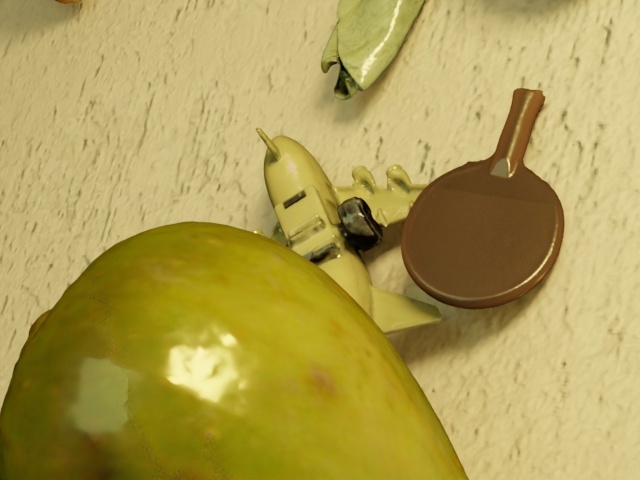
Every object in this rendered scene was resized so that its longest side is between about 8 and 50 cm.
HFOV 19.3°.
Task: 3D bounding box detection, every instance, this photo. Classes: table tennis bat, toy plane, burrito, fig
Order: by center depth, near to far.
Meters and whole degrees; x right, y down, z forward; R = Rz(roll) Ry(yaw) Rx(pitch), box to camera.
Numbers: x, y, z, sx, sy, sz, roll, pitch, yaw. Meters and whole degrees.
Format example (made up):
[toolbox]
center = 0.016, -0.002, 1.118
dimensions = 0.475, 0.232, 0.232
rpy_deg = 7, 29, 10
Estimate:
[fig]
center = -0.039, 0.145, 1.126
dimensions = 0.326, 0.258, 0.258
rpy_deg = 38, 98, 10
[table tennis bat]
center = 0.103, -0.054, 1.209
dimensions = 0.108, 0.119, 0.170
rpy_deg = 10, 62, 21
[toy plane]
center = 0.000, 0.000, 1.326
dimensions = 0.229, 0.092, 0.244
rpy_deg = -32, 48, 8
[burrito]
center = 0.036, -0.159, 1.416
dimensions = 0.074, 0.044, 0.118
rpy_deg = 8, 71, 45

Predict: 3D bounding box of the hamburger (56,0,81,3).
[hamburger]
center = -0.272, -0.358, 1.778
dimensions = 0.144, 0.157, 0.283
rpy_deg = -40, 46, 24
